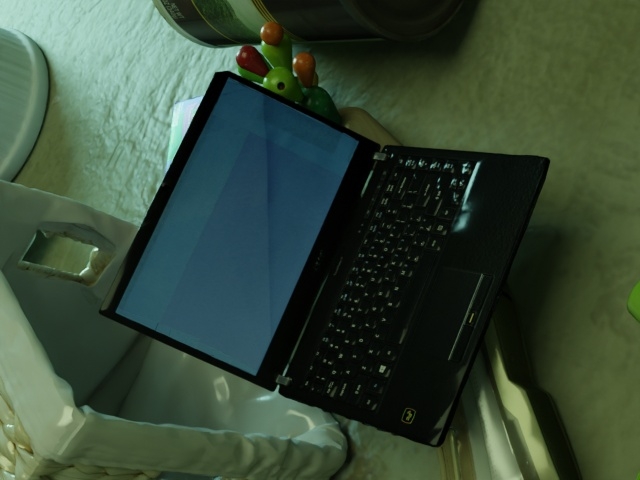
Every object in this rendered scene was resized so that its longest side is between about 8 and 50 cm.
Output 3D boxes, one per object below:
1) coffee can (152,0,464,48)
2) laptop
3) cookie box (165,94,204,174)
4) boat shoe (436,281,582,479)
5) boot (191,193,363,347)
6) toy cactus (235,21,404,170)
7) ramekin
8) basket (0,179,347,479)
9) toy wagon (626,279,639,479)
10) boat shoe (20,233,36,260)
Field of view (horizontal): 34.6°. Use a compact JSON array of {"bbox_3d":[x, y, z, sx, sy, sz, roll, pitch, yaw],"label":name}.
[{"bbox_3d":[-0.016,-0.289,0.994,0.275,0.202,0.201,8,78,45],"label":"coffee can"},{"bbox_3d":[0.000,0.000,0.791,0.264,0.137,0.234,10,72,45],"label":"laptop"},{"bbox_3d":[-0.114,-0.114,1.123,0.107,0.040,0.091,-8,68,34],"label":"cookie box"},{"bbox_3d":[0.110,0.088,0.832,0.103,0.113,0.302,-26,60,20],"label":"boat shoe"},{"bbox_3d":[-0.086,0.027,0.962,0.176,0.088,0.244,-3,30,37],"label":"boot"},{"bbox_3d":[-0.009,-0.117,0.976,0.181,0.219,0.112,33,83,2],"label":"toy cactus"},{"bbox_3d":[-0.504,-0.183,1.387,0.273,0.127,0.272,-14,64,32],"label":"ramekin"},{"bbox_3d":[-0.220,0.157,0.921,0.266,0.328,0.331,-53,51,14],"label":"basket"},{"bbox_3d":[0.329,0.104,0.691,0.344,0.068,0.267,-48,51,13],"label":"toy wagon"},{"bbox_3d":[-0.446,0.067,1.237,0.306,0.113,0.105,-49,31,-10],"label":"boat shoe"}]
